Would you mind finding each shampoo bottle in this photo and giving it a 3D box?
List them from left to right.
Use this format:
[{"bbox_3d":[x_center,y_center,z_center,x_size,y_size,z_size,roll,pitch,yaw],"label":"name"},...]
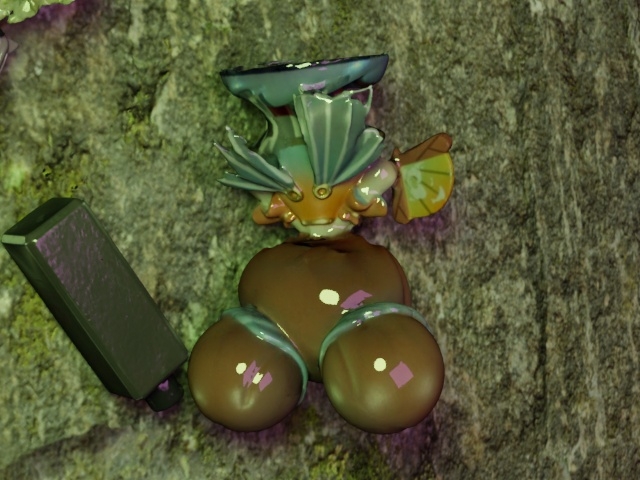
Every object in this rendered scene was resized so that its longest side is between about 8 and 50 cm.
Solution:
[{"bbox_3d":[-0.220,0.073,1.308,0.079,0.080,0.246,-42,114,-25],"label":"shampoo bottle"}]

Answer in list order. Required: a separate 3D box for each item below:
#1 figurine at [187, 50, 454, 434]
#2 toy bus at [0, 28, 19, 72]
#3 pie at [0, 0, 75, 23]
[{"bbox_3d":[0.001,0.000,1.368,0.248,0.277,0.388,-28,115,-68],"label":"figurine"},{"bbox_3d":[-0.368,-0.132,1.187,0.108,0.096,0.199,29,76,-31],"label":"toy bus"},{"bbox_3d":[-0.356,-0.257,1.126,0.337,0.075,0.337,5,55,-8],"label":"pie"}]
